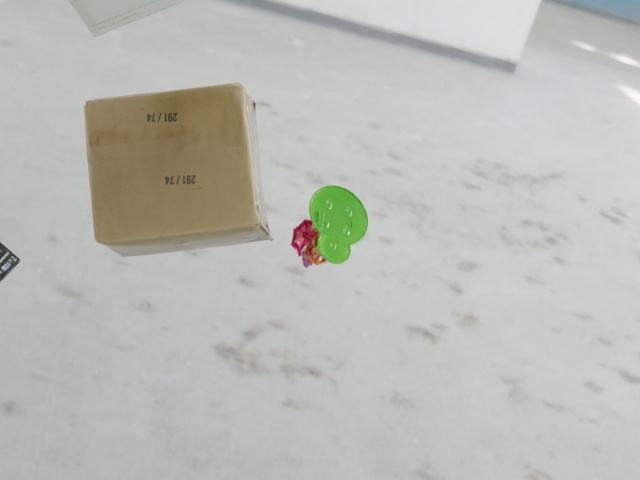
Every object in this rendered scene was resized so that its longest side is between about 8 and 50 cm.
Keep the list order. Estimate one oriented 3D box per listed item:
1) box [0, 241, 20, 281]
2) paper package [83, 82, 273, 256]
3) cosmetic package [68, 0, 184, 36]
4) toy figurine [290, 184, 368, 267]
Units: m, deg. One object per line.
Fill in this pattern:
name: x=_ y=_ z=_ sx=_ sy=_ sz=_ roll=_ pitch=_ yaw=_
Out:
box: x=-0.612 y=0.055 z=1.659 sx=0.147 sy=0.077 sz=0.180 roll=43 pitch=51 yaw=-13
paper package: x=-0.278 y=-0.138 z=1.997 sx=0.325 sy=0.309 sz=0.168 roll=-7 pitch=-11 yaw=4
cosmetic package: x=-0.325 y=-0.541 z=1.782 sx=0.197 sy=0.155 sz=0.365 roll=-16 pitch=41 yaw=19
toy figurine: x=0.000 y=0.000 z=2.022 sx=0.130 sy=0.159 sz=0.173 roll=19 pitch=58 yaw=-20
